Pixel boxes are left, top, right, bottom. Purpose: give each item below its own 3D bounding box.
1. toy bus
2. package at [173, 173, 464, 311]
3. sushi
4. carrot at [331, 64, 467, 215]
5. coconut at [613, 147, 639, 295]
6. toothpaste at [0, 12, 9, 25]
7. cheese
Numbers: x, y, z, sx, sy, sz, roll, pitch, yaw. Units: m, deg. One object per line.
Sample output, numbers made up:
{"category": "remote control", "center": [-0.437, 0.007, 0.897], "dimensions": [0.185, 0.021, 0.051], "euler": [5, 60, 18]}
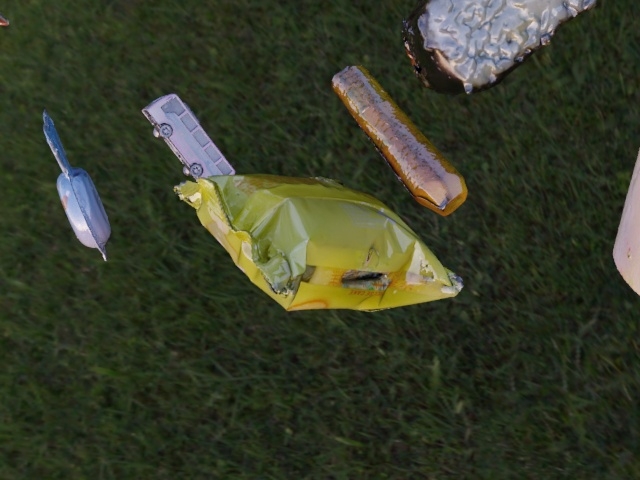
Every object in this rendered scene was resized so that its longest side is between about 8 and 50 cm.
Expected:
{"category": "toy bus", "center": [-0.159, -0.119, 1.208], "dimensions": [0.052, 0.130, 0.037], "euler": [-41, 18, -13]}
{"category": "package", "center": [0.000, 0.000, 0.835], "dimensions": [0.168, 0.226, 0.090], "euler": [44, 117, 42]}
{"category": "sushi", "center": [0.272, -0.377, 1.513], "dimensions": [0.343, 0.196, 0.182], "euler": [-42, 27, -6]}
{"category": "carrot", "center": [0.106, -0.142, 1.367], "dimensions": [0.070, 0.070, 0.260], "euler": [-40, 68, 9]}
{"category": "coconut", "center": [0.224, -0.002, 0.553], "dimensions": [0.116, 0.116, 0.122], "euler": [24, 128, 27]}
{"category": "toothpaste", "center": [-0.505, -0.350, 1.363], "dimensions": [0.062, 0.239, 0.039], "euler": [6, 78, 11]}
{"category": "cheese", "center": [-0.378, -0.078, 1.544], "dimensions": [0.052, 0.244, 0.135], "euler": [-22, 29, -7]}
